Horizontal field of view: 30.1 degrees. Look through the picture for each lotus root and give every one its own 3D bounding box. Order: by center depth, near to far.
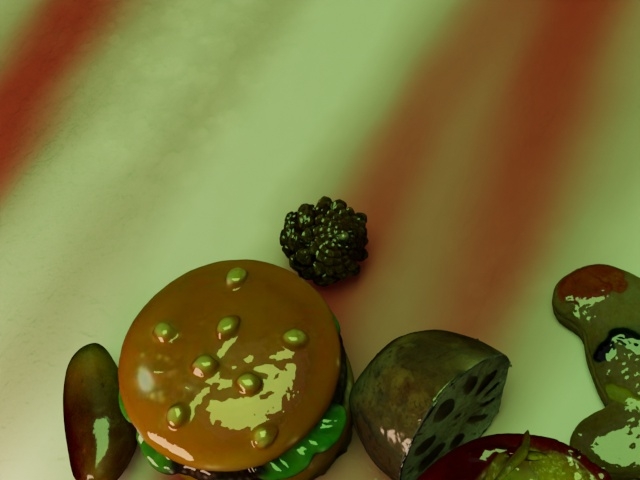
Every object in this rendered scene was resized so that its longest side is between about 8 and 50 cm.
[{"bbox_3d":[0.164,0.249,1.914,0.272,0.272,0.192,-43,52,-11],"label":"lotus root"}]

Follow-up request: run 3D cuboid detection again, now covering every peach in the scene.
[{"bbox_3d":[0.246,0.478,1.716,0.335,0.310,0.406,36,56,-7],"label":"peach"}]

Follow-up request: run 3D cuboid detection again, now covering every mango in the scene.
[{"bbox_3d":[-0.382,0.306,2.076,0.133,0.111,0.267,-23,60,18],"label":"mango"}]

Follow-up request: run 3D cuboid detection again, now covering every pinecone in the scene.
[{"bbox_3d":[0.000,0.000,2.135,0.174,0.173,0.173,-5,61,10],"label":"pinecone"}]

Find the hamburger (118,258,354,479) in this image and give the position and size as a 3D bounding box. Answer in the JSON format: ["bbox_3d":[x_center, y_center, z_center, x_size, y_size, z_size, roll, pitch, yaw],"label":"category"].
[{"bbox_3d":[-0.146,0.220,1.975,0.396,0.277,0.395,-5,61,9],"label":"hamburger"}]

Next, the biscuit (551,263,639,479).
[{"bbox_3d":[0.577,0.203,1.935,0.368,0.076,0.394,-7,61,10],"label":"biscuit"}]
